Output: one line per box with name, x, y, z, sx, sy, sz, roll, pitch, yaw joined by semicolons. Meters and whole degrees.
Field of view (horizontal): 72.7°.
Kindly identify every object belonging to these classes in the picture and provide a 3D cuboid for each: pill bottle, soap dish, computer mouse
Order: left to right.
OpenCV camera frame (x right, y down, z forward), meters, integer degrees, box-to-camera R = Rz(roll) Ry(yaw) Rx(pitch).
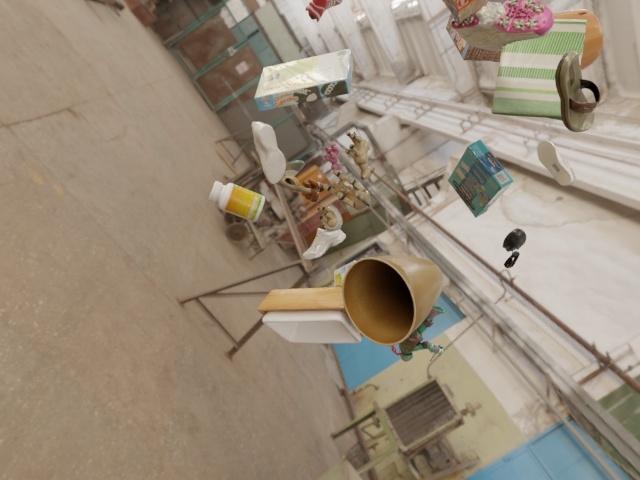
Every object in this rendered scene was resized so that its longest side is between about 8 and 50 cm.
pill bottle;-0.401;-0.192;2.075;0.245;0.136;0.136;21;15;-16
soap dish;-0.019;0.236;1.372;0.229;0.290;0.118;54;39;-50
computer mouse;0.641;0.037;1.434;0.041;0.071;0.242;58;0;35

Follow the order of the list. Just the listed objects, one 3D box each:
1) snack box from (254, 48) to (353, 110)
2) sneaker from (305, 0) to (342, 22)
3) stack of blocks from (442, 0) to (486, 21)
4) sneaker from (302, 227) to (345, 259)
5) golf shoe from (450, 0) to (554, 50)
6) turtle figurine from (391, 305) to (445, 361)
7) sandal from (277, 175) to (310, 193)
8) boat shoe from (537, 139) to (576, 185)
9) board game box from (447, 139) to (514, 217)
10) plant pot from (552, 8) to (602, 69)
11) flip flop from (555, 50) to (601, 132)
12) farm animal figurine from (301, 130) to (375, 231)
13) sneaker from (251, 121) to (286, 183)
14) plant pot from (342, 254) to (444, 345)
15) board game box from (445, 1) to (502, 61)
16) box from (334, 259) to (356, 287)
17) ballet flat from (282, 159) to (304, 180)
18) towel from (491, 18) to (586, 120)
snack box;-0.054;-0.544;1.474;0.060;0.321;0.187;66;24;-48
sneaker;0.006;-0.532;0.985;0.042;0.067;0.118;44;32;2
stack of blocks;0.336;-0.777;1.204;0.171;0.087;0.297;29;33;-59
sneaker;0.000;0.000;2.085;0.115;0.232;0.090;56;-6;-15
golf shoe;0.526;-0.607;1.243;0.140;0.115;0.306;34;2;-44
turtle figurine;0.304;0.301;1.368;0.118;0.234;0.175;3;19;-45
sandal;-0.101;-0.209;1.581;0.072;0.049;0.180;20;7;42
boat shoe;0.828;-0.271;1.516;0.063;0.066;0.184;-5;57;-38
board game box;0.771;-0.294;2.125;0.254;0.079;0.336;59;-11;17
plant pot;0.883;-0.715;1.608;0.291;0.203;0.291;-17;90;-86
flip flop;0.709;-0.394;1.177;0.080;0.112;0.277;18;-18;45
farm animal figurine;0.106;-0.226;1.712;0.172;0.330;0.327;30;23;-42
sneaker;-0.176;-0.291;1.425;0.094;0.080;0.212;36;-33;44
plant pot;0.231;0.134;1.216;0.254;0.237;0.237;-17;68;-44
board game box;0.746;-0.965;1.999;0.141;0.231;0.291;101;-15;-52
box;0.129;0.202;1.783;0.103;0.114;0.203;45;28;-32
ballet flat;-0.145;-0.290;1.874;0.072;0.213;0.068;11;78;-44
towel;0.697;-0.549;1.387;0.038;0.247;0.325;26;74;-77
